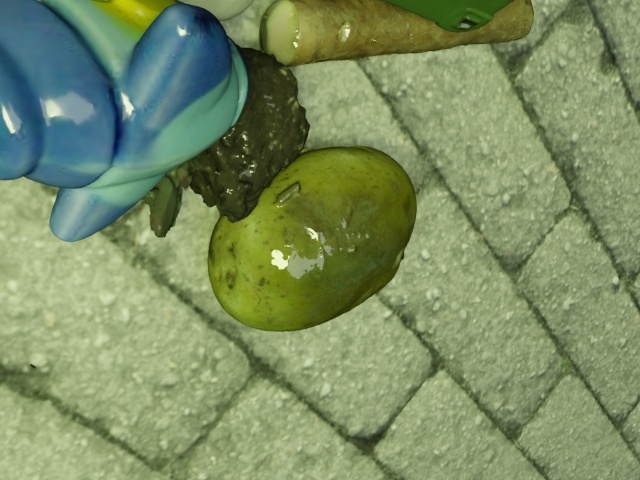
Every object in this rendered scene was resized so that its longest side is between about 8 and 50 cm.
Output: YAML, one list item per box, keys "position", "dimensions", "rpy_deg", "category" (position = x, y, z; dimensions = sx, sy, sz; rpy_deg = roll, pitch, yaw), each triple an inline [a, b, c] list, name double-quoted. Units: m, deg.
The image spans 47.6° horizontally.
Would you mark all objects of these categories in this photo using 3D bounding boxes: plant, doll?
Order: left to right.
- position: [-0.181, -0.143, 0.515]
  dimensions: [0.376, 0.365, 0.187]
  rpy_deg: [-10, 143, -16]
  category: "doll"
- position: [-0.114, -0.089, 0.686]
  dimensions: [0.203, 0.142, 0.131]
  rpy_deg: [-47, 135, -22]
  category: "plant"

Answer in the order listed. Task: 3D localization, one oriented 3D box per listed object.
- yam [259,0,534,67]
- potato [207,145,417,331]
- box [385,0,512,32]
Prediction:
- position: [0.094, -0.242, 0.799]
  dimensions: [0.357, 0.081, 0.081]
  rpy_deg: [-16, 114, -31]
  category: "yam"
- position: [-0.001, -0.001, 0.776]
  dimensions: [0.229, 0.149, 0.197]
  rpy_deg: [-8, 106, -37]
  category: "potato"
- position: [0.090, -0.333, 0.637]
  dimensions: [0.329, 0.253, 0.177]
  rpy_deg: [11, 67, -32]
  category: "box"
